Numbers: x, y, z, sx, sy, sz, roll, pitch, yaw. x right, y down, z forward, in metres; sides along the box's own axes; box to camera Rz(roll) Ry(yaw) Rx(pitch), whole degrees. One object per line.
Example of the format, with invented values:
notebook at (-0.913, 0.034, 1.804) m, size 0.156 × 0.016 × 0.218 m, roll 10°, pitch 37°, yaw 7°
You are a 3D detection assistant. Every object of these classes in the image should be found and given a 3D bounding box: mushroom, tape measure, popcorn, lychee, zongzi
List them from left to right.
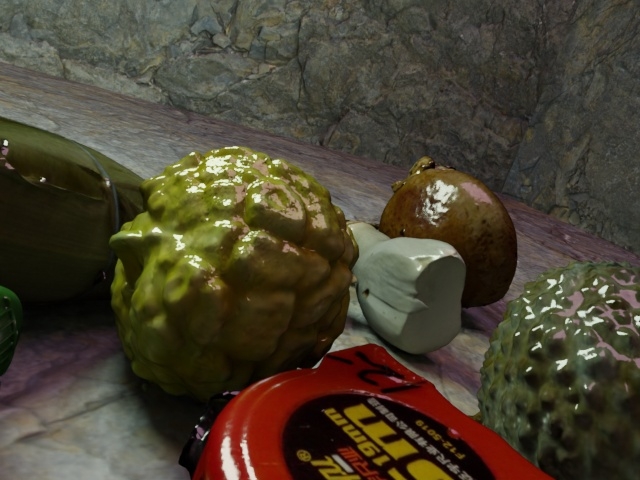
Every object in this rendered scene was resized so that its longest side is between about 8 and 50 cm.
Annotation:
zongzi at (-0.314, -0.037, 0.673) m, size 0.356 × 0.174 × 0.393 m, roll 21°, pitch 4°, yaw 32°
popcorn at (-0.074, 0.044, 0.541) m, size 0.206 × 0.237 × 0.251 m, roll 44°, pitch -5°, yaw 31°
tape measure at (0.030, 0.181, 0.382) m, size 0.260 × 0.114 × 0.253 m, roll -3°, pitch 26°, yaw -46°
mushroom at (0.102, 0.044, 0.872) m, size 0.122 × 0.159 × 0.328 m, roll 24°, pitch 8°, yaw -23°
mushroom at (0.203, -0.014, 1.018) m, size 0.195 × 0.263 × 0.283 m, roll -4°, pitch 53°, yaw -11°
lychee at (0.271, 0.150, 0.534) m, size 0.255 × 0.275 × 0.255 m, roll -13°, pitch 7°, yaw 1°

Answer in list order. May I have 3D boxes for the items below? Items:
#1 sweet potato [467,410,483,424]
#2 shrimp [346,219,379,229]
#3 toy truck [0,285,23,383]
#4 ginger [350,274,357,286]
sweet potato at (0.183, 0.200, 0.644) m, size 0.153 × 0.038 × 0.041 m, roll -2°, pitch 0°, yaw -35°
shrimp at (0.001, 0.001, 1.083) m, size 0.262 × 0.066 × 0.117 m, roll 1°, pitch 33°, yaw -9°
toy truck at (-0.327, 0.052, 0.388) m, size 0.242 × 0.125 × 0.101 m, roll 18°, pitch 16°, yaw 3°
ginger at (-0.045, 0.051, 0.813) m, size 0.190 × 0.069 × 0.095 m, roll 9°, pitch -27°, yaw -16°
